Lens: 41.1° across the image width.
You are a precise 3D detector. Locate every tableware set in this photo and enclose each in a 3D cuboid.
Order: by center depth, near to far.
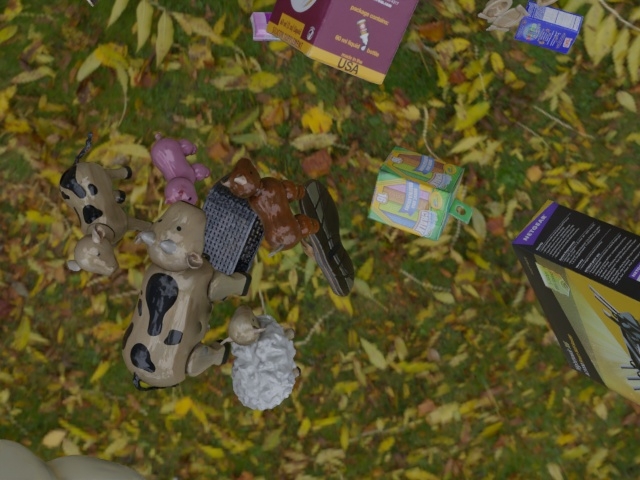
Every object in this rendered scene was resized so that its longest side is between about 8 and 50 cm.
[{"bbox_3d":[0.349,-0.410,1.459,0.169,0.020,0.141,-30,162,29],"label":"tableware set"}]

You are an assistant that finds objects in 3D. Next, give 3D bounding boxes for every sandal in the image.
[{"bbox_3d":[0.000,0.000,1.494,0.060,0.090,0.219,-4,119,34],"label":"sandal"}]

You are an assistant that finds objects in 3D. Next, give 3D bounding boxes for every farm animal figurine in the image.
[{"bbox_3d":[-0.183,0.028,1.021,0.331,0.172,0.326,3,92,27],"label":"farm animal figurine"}]

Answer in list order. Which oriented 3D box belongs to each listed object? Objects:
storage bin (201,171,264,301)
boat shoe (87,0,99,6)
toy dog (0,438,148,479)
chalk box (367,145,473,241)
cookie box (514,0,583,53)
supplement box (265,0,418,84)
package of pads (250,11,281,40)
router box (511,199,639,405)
[{"bbox_3d":[-0.144,-0.010,1.352,0.084,0.122,0.180,28,116,5],"label":"storage bin"},{"bbox_3d":[-0.395,-0.447,1.503,0.043,0.137,0.049,-28,113,6],"label":"boat shoe"},{"bbox_3d":[-0.319,0.363,0.676,0.395,0.285,0.407,-27,133,-44],"label":"toy dog"},{"bbox_3d":[0.231,-0.097,1.870,0.213,0.132,0.132,19,125,11],"label":"chalk box"},{"bbox_3d":[0.435,-0.406,1.631,0.107,0.092,0.040,19,78,5],"label":"cookie box"},{"bbox_3d":[0.037,-0.244,0.731,0.081,0.104,0.188,14,107,-32],"label":"supplement box"},{"bbox_3d":[-0.086,-0.396,1.581,0.083,0.032,0.050,-3,75,-17],"label":"package of pads"},{"bbox_3d":[0.391,0.107,1.045,0.081,0.243,0.309,-48,133,-12],"label":"router box"}]
